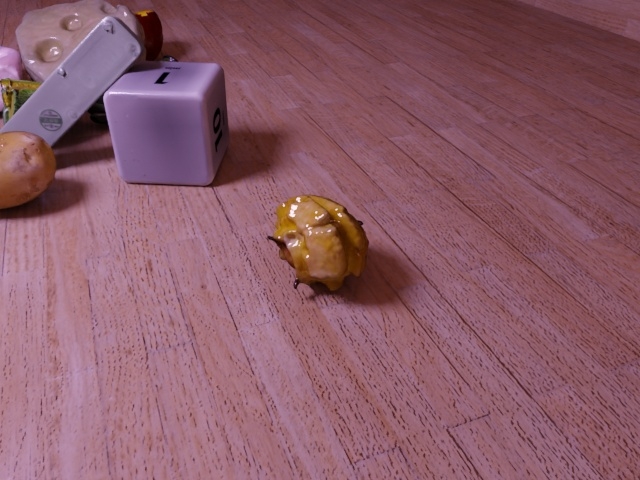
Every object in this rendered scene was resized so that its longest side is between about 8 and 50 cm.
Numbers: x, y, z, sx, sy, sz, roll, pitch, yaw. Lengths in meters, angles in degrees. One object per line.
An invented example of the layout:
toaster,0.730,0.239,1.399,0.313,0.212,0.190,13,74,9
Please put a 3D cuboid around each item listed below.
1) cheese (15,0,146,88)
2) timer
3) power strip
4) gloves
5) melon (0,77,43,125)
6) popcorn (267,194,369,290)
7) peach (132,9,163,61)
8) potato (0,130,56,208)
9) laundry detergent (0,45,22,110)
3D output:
cheese,-0.620,-0.500,1.480,0.326,0.115,0.318,28,67,6
timer,-0.300,-0.241,1.157,0.194,0.193,0.195,2,34,1
power strip,-0.509,-0.280,1.133,0.385,0.091,0.062,-42,21,11
gloves,-0.448,-0.360,1.397,0.268,0.107,0.135,-37,17,-26
melon,-0.621,-0.290,1.288,0.169,0.129,0.265,-5,20,-32
popcorn,0.000,0.000,0.867,0.152,0.149,0.167,-36,34,-12
peach,-0.554,-0.604,1.710,0.158,0.154,0.267,1,25,16
potato,-0.599,-0.124,1.031,0.233,0.146,0.150,-11,-8,7
laundry detergent,-0.835,-0.435,1.481,0.159,0.088,0.335,-46,38,5
